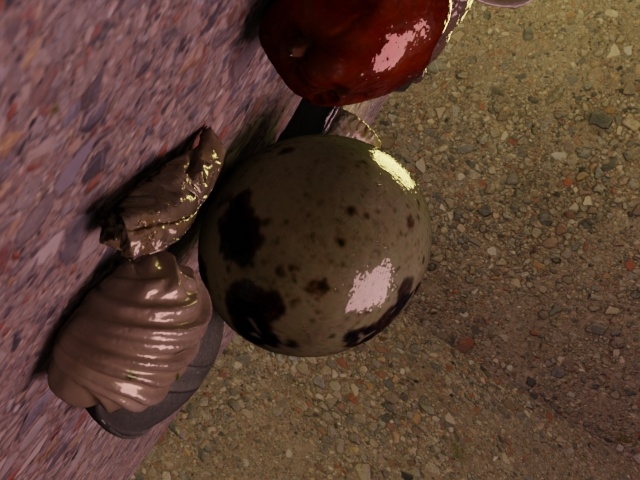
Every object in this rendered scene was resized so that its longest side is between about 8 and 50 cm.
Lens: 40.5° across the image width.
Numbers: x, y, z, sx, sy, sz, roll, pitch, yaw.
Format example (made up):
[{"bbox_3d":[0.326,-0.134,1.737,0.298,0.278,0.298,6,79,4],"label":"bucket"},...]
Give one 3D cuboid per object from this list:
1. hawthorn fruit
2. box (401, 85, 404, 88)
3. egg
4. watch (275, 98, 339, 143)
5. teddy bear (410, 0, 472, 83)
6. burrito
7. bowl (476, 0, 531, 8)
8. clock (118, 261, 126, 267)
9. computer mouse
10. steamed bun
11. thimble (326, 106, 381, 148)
[{"bbox_3d":[0.028,-0.209,0.810,0.179,0.174,0.173,-30,172,-12],"label":"hawthorn fruit"},{"bbox_3d":[0.198,-0.440,1.555,0.367,0.090,0.373,-61,173,15],"label":"box"},{"bbox_3d":[0.000,0.000,1.156,0.288,0.287,0.379,-58,172,26],"label":"egg"},{"bbox_3d":[-0.008,-0.194,1.327,0.193,0.068,0.206,-61,-178,-10],"label":"watch"},{"bbox_3d":[0.111,-0.306,1.159,0.236,0.151,0.267,-49,174,-9],"label":"teddy bear"},{"bbox_3d":[-0.136,-0.039,0.763,0.229,0.063,0.058,-69,150,-62],"label":"burrito"},{"bbox_3d":[0.269,-0.497,1.262,0.277,0.277,0.145,-58,-140,27],"label":"bowl"},{"bbox_3d":[-0.212,0.054,0.885,0.074,0.010,0.083,-55,177,-25],"label":"clock"},{"bbox_3d":[-0.205,0.153,1.159,0.203,0.114,0.374,-57,177,3],"label":"computer mouse"},{"bbox_3d":[-0.176,0.098,0.851,0.183,0.106,0.183,-49,174,-7],"label":"steamed bun"},{"bbox_3d":[0.021,-0.161,1.595,0.144,0.137,0.190,-55,163,-3],"label":"thimble"}]
